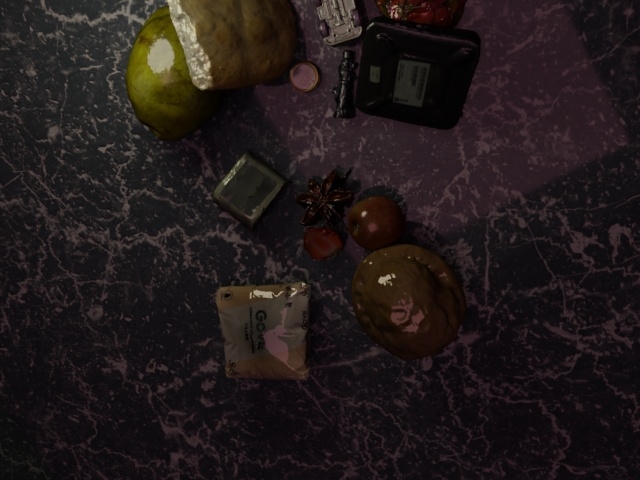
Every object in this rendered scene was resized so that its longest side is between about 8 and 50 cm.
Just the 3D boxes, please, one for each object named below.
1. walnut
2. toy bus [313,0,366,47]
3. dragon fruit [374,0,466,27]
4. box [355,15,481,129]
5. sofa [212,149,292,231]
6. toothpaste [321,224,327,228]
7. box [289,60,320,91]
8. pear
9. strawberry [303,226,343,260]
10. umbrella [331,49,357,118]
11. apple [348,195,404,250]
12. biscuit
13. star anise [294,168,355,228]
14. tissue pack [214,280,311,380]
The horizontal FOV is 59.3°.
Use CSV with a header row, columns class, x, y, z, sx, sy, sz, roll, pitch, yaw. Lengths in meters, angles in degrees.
class,x,y,z,sx,sy,sz,roll,pitch,yaw
walnut,0.298,0.214,1.887,0.384,0.383,0.383,3,107,11
toy bus,0.064,-0.723,1.776,0.142,0.142,0.202,-12,103,15
dragon fruit,0.314,-0.744,1.656,0.314,0.263,0.296,40,109,-1
box,0.291,-0.504,1.734,0.351,0.090,0.359,11,144,5
sofa,-0.252,-0.176,2.038,0.210,0.176,0.225,35,81,0
toothpaste,-0.011,-0.023,2.065,0.083,0.017,0.020,-43,95,19
box,-0.054,-0.555,1.906,0.106,0.037,0.105,3,107,11
pear,-0.471,-0.537,1.841,0.352,0.352,0.413,17,113,6
strawberry,0.000,0.000,2.013,0.147,0.082,0.187,-37,134,17
umbrella,0.078,-0.520,1.878,0.071,0.080,0.224,18,109,43
apple,0.187,-0.059,1.919,0.174,0.188,0.188,-11,108,-28
biscuit,-0.260,-0.677,1.731,0.104,0.447,0.428,-19,85,56
star anise,0.022,-0.131,1.962,0.220,0.126,0.189,-13,60,20
tissue pack,-0.205,0.345,2.132,0.391,0.195,0.375,-6,92,13
